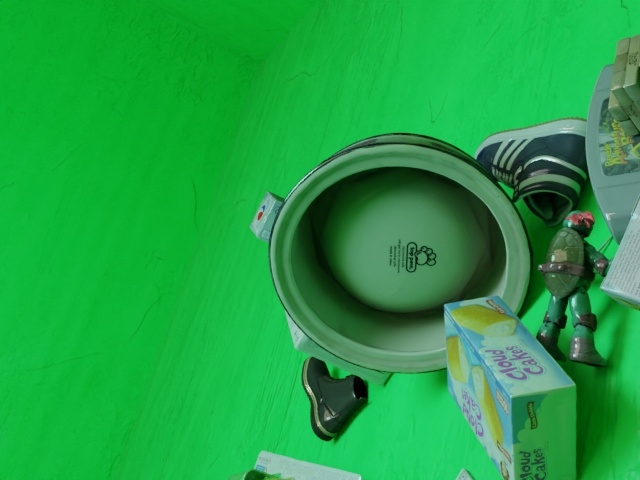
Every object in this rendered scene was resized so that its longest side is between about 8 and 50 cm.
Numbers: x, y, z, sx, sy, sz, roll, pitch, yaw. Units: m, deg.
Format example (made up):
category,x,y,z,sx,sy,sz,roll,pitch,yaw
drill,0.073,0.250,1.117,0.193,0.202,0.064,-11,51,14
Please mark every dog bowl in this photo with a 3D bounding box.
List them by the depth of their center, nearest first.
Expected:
category,x,y,z,sx,sy,sz,roll,pitch,yaw
dog bowl,0.129,0.008,1.447,0.408,0.408,0.150,-53,9,28

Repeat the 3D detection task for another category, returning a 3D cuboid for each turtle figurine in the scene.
category,x,y,z,sx,sy,sz,roll,pitch,yaw
turtle figurine,0.353,0.048,1.221,0.175,0.118,0.234,161,122,-78

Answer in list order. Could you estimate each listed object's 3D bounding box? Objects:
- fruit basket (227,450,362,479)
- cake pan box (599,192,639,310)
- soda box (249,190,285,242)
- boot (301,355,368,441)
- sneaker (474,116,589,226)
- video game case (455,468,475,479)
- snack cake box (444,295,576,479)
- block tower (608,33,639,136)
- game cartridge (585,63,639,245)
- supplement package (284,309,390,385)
category,x,y,z,sx,sy,sz,roll,pitch,yaw
fruit basket,-0.069,0.566,1.655,0.353,0.165,0.327,-3,62,50
cake pan box,0.463,-0.020,0.962,0.245,0.070,0.267,21,86,44
soda box,0.000,0.000,1.900,0.091,0.286,0.098,-63,19,7
boot,0.036,0.285,1.803,0.137,0.076,0.198,-48,38,28
sneaker,0.330,-0.099,1.472,0.282,0.099,0.153,-13,52,62
video game case,0.210,0.397,1.300,0.087,0.011,0.122,-61,20,9
snack cake box,0.251,0.201,1.222,0.264,0.089,0.152,-118,21,-66
block tower,0.499,-0.214,1.037,0.335,0.091,0.097,-13,48,42
game cartridge,0.443,-0.131,1.158,0.196,0.060,0.294,-12,49,29
supplement package,0.085,0.091,1.709,0.263,0.198,0.199,-59,20,15
